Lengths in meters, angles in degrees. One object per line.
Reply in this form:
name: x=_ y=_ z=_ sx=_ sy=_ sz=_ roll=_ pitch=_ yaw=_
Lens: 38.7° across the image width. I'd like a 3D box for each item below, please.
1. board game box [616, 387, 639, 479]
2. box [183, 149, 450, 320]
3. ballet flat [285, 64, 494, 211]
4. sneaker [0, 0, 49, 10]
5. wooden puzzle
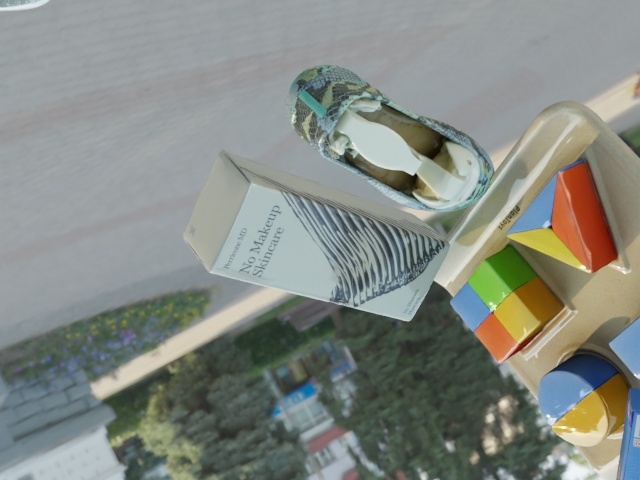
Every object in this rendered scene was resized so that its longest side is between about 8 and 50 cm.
board game box: x=0.360 y=0.250 z=0.856 sx=0.160 sy=0.210 sz=0.047 roll=6 pitch=-159 yaw=14
box: x=0.000 y=0.000 z=1.001 sx=0.275 sy=0.094 sz=0.113 roll=14 pitch=109 yaw=-34
ballet flat: x=0.058 y=-0.053 z=0.606 sx=0.188 sy=0.070 sz=0.070 roll=20 pitch=143 yaw=-35
sneaker: x=-0.363 y=-0.269 z=0.910 sx=0.235 sy=0.090 sz=0.095 roll=9 pitch=178 yaw=9
wooden puzzle: x=0.279 y=0.078 z=0.955 sx=0.081 sy=0.348 sz=0.322 roll=-29 pitch=160 yaw=-38
